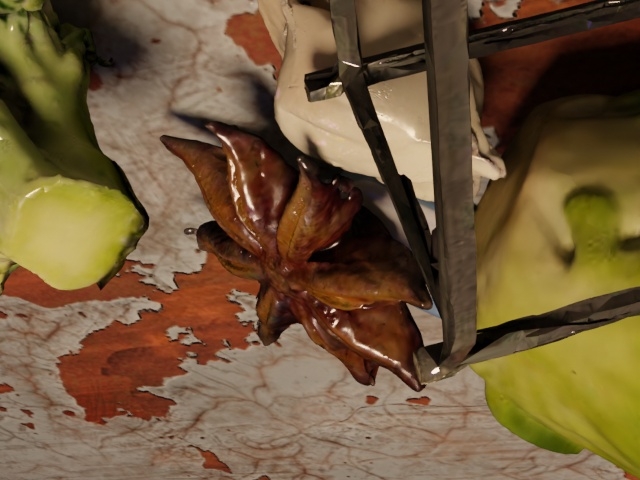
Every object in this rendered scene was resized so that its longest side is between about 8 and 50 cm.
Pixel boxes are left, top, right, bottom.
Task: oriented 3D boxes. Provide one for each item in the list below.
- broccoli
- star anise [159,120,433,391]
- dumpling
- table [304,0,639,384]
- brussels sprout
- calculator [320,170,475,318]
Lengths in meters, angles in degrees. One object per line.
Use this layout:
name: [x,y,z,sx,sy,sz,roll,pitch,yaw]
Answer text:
broccoli: [-0.225,-0.051,0.671,0.248,0.245,0.288,-44,144,-3]
star anise: [0.000,0.000,0.777,0.272,0.102,0.272,35,151,23]
dumpling: [0.035,-0.091,0.694,0.199,0.118,0.136,43,157,14]
table: [0.125,-0.148,0.438,0.272,0.222,0.335,-16,141,-3]
brussels sprout: [0.281,0.039,0.668,0.371,0.275,0.315,21,172,-14]
calculator: [0.078,0.006,0.870,0.210,0.039,0.121,25,142,-20]
